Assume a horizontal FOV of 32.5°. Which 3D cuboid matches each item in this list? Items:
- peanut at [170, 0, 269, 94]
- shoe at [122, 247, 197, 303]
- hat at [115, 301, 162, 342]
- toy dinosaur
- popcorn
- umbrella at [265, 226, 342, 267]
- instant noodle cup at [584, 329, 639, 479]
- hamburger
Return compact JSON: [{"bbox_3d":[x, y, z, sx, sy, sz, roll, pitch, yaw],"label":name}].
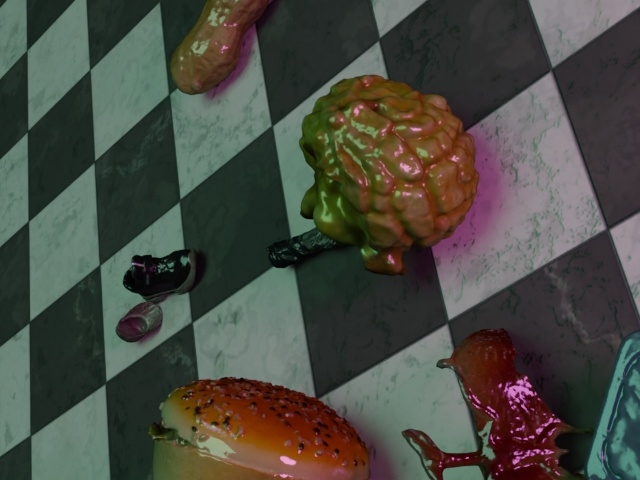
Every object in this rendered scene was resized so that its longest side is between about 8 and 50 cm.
[{"bbox_3d":[-0.173,-0.371,1.939,0.117,0.101,0.263,35,98,28],"label":"peanut"},{"bbox_3d":[-0.284,0.054,1.871,0.169,0.099,0.071,-27,55,41],"label":"shoe"},{"bbox_3d":[-0.313,0.148,1.916,0.087,0.042,0.058,-31,69,-4],"label":"hat"},{"bbox_3d":[0.212,0.259,1.228,0.206,0.113,0.327,-28,68,-8],"label":"toy dinosaur"},{"bbox_3d":[0.084,-0.093,1.440,0.258,0.224,0.270,137,123,-62],"label":"popcorn"},{"bbox_3d":[0.000,0.000,1.625,0.188,0.046,0.050,-22,61,35],"label":"umbrella"},{"bbox_3d":[0.364,0.192,1.113,0.157,0.070,0.179,13,83,49],"label":"instant noodle cup"},{"bbox_3d":[-0.081,0.272,1.404,0.300,0.300,0.176,12,89,50],"label":"hamburger"}]
